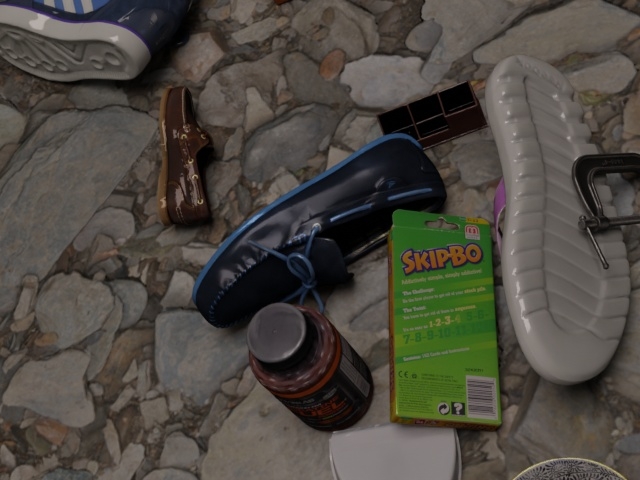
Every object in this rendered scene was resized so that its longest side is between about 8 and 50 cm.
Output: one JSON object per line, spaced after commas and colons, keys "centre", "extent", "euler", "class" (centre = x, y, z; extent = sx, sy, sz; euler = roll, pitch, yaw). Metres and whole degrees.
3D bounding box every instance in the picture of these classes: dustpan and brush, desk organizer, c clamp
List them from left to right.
{"centre": [0.094, 0.306, 1.360], "extent": [0.147, 0.060, 0.211], "euler": [-10, 54, 2], "class": "dustpan and brush"}
{"centre": [0.141, -0.153, 1.576], "extent": [0.130, 0.050, 0.047], "euler": [-20, 58, 11], "class": "desk organizer"}
{"centre": [0.344, -0.039, 1.407], "extent": [0.160, 0.022, 0.137], "euler": [-12, 69, -34], "class": "c clamp"}

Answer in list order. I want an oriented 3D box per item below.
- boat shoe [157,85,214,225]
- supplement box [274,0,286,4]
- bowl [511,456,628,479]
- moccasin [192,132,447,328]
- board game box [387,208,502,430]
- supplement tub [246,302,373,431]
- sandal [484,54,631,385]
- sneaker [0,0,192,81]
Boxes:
{"centre": [-0.177, -0.116, 1.672], "extent": [0.073, 0.073, 0.207], "euler": [-10, 68, 15], "class": "boat shoe"}
{"centre": [0.025, -0.420, 1.744], "extent": [0.233, 0.078, 0.080], "euler": [-21, 59, 11], "class": "supplement box"}
{"centre": [0.260, 0.315, 1.269], "extent": [0.170, 0.080, 0.170], "euler": [-9, 62, 17], "class": "bowl"}
{"centre": [0.000, 0.000, 1.503], "extent": [0.342, 0.138, 0.117], "euler": [-38, 61, 0], "class": "moccasin"}
{"centre": [0.141, 0.088, 1.429], "extent": [0.124, 0.039, 0.260], "euler": [6, 65, -10], "class": "board game box"}
{"centre": [-0.016, 0.140, 1.398], "extent": [0.106, 0.198, 0.106], "euler": [-10, 61, 18], "class": "supplement tub"}
{"centre": [0.257, -0.020, 1.422], "extent": [0.102, 0.169, 0.416], "euler": [-43, 40, 52], "class": "sandal"}
{"centre": [-0.331, -0.360, 1.836], "extent": [0.322, 0.130, 0.236], "euler": [11, 59, 31], "class": "sneaker"}
